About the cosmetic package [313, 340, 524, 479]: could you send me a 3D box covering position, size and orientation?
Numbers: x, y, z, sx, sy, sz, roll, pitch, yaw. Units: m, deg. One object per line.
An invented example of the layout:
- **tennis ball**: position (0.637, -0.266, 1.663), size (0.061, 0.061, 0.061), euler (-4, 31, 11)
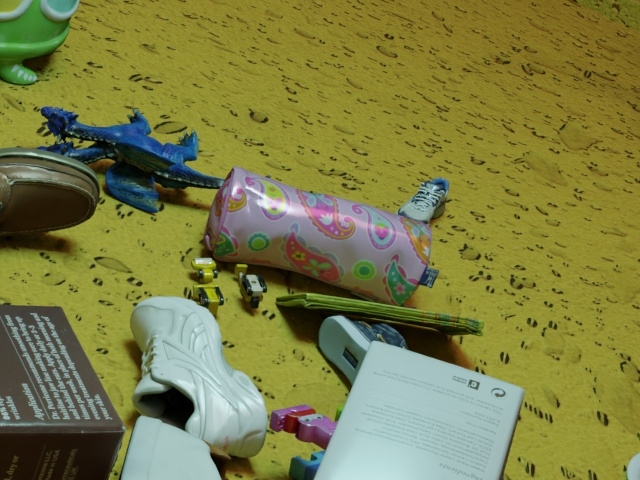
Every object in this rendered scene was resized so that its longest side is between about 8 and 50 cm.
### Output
- **cosmetic package**: position (0.051, 0.280, 1.365), size (0.155, 0.197, 0.365), euler (18, 36, 8)

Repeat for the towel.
- **towel**: position (0.072, 0.091, 1.971), size (0.237, 0.021, 0.102), euler (10, -9, -22)

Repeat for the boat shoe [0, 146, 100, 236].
- **boat shoe**: position (-0.393, -0.035, 1.818), size (0.307, 0.110, 0.104), euler (0, 36, -19)

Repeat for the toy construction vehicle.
- **toy construction vehicle**: position (-0.113, 0.057, 1.933), size (0.086, 0.035, 0.098), euler (-2, 31, -21)

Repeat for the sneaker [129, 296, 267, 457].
- **sneaker**: position (-0.152, 0.136, 1.690), size (0.115, 0.090, 0.232), euler (-4, 36, -36)

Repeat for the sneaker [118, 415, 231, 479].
- **sneaker**: position (-0.129, 0.254, 1.460), size (0.123, 0.106, 0.290), euler (17, 25, -5)

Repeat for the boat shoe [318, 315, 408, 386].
- **boat shoe**: position (0.075, 0.146, 1.867), size (0.083, 0.065, 0.183), euler (4, 31, -34)

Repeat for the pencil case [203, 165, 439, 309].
- **pencil case**: position (0.000, 0.000, 2.031), size (0.284, 0.124, 0.124), euler (17, 27, -13)

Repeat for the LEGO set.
- **LEGO set**: position (0.057, 0.217, 1.690), size (0.227, 0.087, 0.093), euler (-6, 22, -43)

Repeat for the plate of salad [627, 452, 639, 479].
- **plate of salad**: position (0.451, 0.298, 1.890), size (0.200, 0.048, 0.200), euler (18, 26, -9)

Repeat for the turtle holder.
- **turtle holder**: position (-0.463, -0.365, 2.229), size (0.243, 0.227, 0.320), euler (35, 29, 22)

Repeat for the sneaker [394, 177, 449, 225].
- **sneaker**: position (0.146, -0.056, 2.310), size (0.052, 0.058, 0.135), euler (27, 27, 11)

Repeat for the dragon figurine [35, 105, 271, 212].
- **dragon figurine**: position (-0.219, -0.094, 2.068), size (0.289, 0.085, 0.144), euler (26, 27, 9)

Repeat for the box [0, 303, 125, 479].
- **box**: position (-0.385, 0.156, 1.416), size (0.381, 0.143, 0.191), euler (6, 31, -33)
